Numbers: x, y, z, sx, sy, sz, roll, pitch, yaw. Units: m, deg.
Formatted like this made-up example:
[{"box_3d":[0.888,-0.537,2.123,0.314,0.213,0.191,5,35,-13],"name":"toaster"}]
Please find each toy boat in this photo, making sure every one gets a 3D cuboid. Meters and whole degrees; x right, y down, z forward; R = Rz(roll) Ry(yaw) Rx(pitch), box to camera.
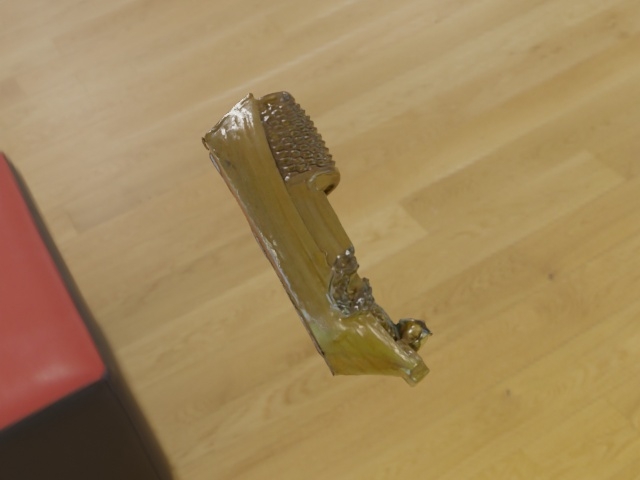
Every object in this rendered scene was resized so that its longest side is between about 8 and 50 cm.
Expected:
[{"box_3d":[0.000,0.000,0.440,0.049,0.047,0.149,-28,74,-7],"name":"toy boat"}]
